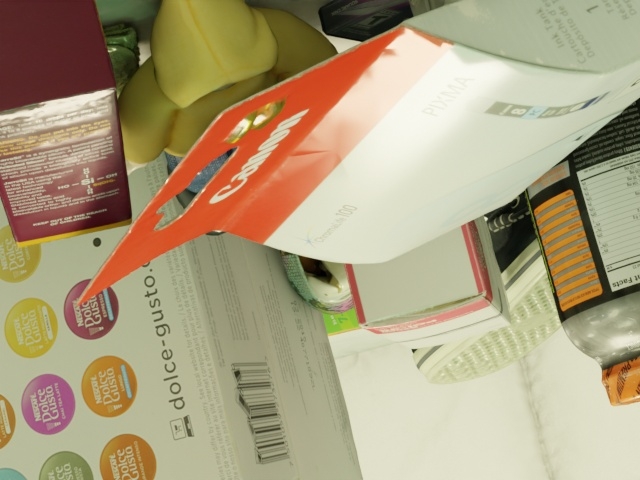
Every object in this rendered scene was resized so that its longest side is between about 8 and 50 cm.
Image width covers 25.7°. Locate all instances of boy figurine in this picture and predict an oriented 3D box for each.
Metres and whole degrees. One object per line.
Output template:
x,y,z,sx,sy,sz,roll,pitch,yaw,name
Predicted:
-0.060,-0.099,0.980,0.177,0.092,0.285,-22,164,-9,boy figurine

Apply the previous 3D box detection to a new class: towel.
-0.178,-0.110,0.987,0.110,0.027,0.148,-12,169,-7,towel

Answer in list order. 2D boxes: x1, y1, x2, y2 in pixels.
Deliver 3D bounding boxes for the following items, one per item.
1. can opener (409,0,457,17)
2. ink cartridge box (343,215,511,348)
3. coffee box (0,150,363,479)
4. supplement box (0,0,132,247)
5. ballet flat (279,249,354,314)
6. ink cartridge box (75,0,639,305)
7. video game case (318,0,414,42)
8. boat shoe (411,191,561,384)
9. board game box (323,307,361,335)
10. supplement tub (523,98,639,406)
0.076,-0.188,0.789,0.093,0.074,0.280,-10,168,-17,can opener
0.091,-0.014,1.318,0.117,0.207,0.283,-16,169,9,ink cartridge box
-0.195,0.125,1.323,0.334,0.338,0.338,-17,170,16,coffee box
-0.167,-0.083,0.858,0.080,0.104,0.188,-13,159,-10,supplement box
0.000,0.000,1.325,0.077,0.221,0.079,-36,-143,-16,ballet flat
0.053,-0.054,0.935,0.385,0.091,0.308,-27,172,-32,ink cartridge box
0.162,-0.195,0.986,0.274,0.026,0.196,-21,167,36,video game case
0.247,-0.009,1.502,0.186,0.156,0.500,0,152,-33,boat shoe
-0.021,0.066,1.790,0.259,0.124,0.039,-12,169,-10,board game box
0.269,-0.034,1.157,0.193,0.316,0.193,-13,170,-3,supplement tub
